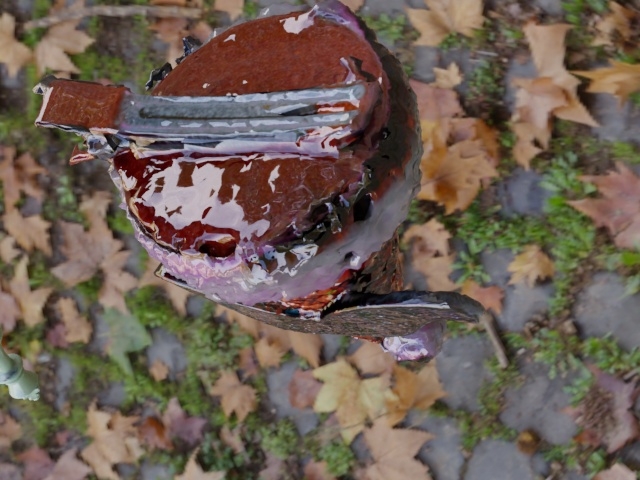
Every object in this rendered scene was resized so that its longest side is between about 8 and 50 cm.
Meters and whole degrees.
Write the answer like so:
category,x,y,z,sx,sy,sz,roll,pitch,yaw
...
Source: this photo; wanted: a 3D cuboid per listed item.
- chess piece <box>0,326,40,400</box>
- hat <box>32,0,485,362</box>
category,x,y,z,sx,sy,sz,roll,pitch,yaw
chess piece,-0.376,0.150,1.282,0.059,0.149,0.059,-12,50,15
hat,-0.003,0.003,0.469,0.140,0.227,0.129,-18,53,14
